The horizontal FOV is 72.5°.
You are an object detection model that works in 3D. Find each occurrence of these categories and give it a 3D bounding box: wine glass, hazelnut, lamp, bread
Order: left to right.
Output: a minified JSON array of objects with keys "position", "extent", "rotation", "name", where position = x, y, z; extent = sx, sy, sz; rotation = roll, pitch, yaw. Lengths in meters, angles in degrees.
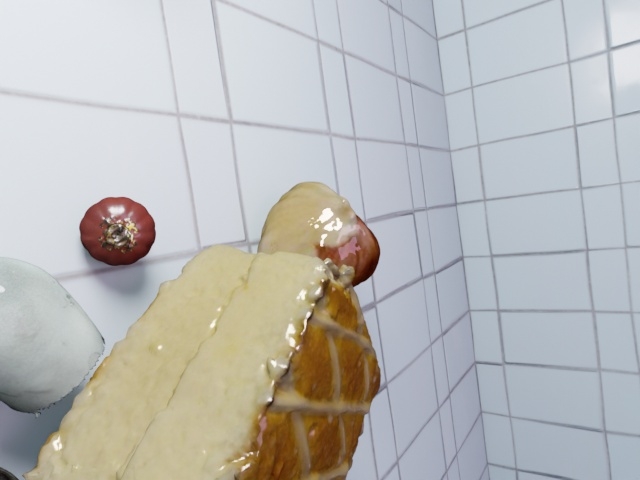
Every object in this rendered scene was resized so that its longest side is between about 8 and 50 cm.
[{"position":[-0.374,0.042,0.454],"extent":[0.143,0.144,0.321],"rotation":[-54,127,-43],"name":"wine glass"},{"position":[-0.288,-0.013,0.624],"extent":[0.101,0.090,0.101],"rotation":[-5,105,-20],"name":"lamp"},{"position":[-0.101,0.240,0.610],"extent":[0.390,0.280,0.371],"rotation":[73,33,-48],"name":"bread"},{"position":[0.000,0.000,0.904],"extent":[0.261,0.241,0.261],"rotation":[8,57,-12],"name":"hazelnut"}]

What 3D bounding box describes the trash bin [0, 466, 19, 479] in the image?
[{"position":[-0.339,0.330,0.371],"extent":[0.219,0.250,0.219],"rotation":[28,63,-57],"name":"trash bin"}]
